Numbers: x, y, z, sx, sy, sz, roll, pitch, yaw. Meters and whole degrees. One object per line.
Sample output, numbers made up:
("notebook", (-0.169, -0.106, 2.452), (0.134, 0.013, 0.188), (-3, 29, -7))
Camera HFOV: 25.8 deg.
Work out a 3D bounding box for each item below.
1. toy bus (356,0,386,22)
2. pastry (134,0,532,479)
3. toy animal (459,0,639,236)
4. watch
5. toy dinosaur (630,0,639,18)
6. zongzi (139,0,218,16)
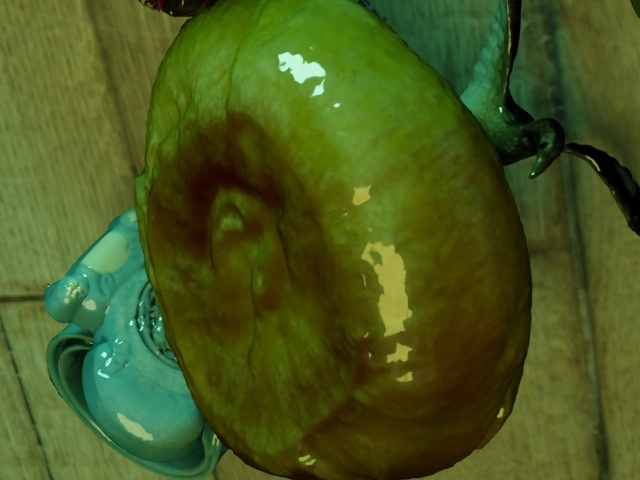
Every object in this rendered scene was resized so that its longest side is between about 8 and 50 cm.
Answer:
("toy bus", (-0.003, -0.171, 1.001), (0.102, 0.058, 0.052), (49, 130, -6))
("pastry", (0.000, 0.000, 0.917), (0.356, 0.164, 0.356), (29, 125, 52))
("toy animal", (0.129, -0.064, 0.948), (0.160, 0.197, 0.272), (-26, 111, 31))
("watch", (-0.134, 0.095, 1.133), (0.211, 0.211, 0.193), (35, 144, -2))
("toy dinosaur", (0.307, -0.159, 0.932), (0.187, 0.087, 0.179), (-17, 73, 9))
("zongzi", (-0.121, -0.196, 1.041), (0.073, 0.067, 0.083), (-24, 89, 39))
